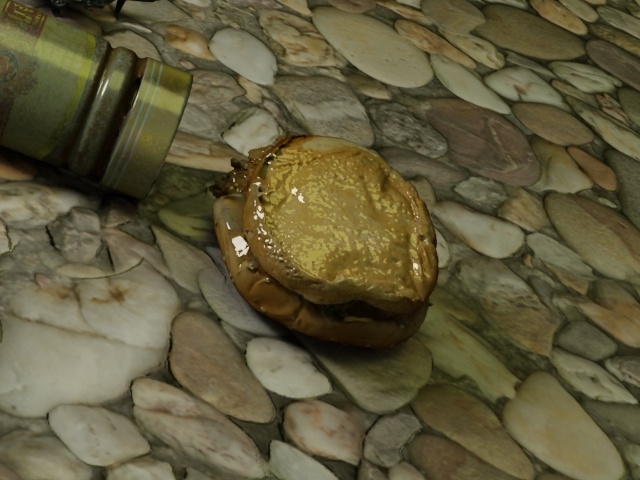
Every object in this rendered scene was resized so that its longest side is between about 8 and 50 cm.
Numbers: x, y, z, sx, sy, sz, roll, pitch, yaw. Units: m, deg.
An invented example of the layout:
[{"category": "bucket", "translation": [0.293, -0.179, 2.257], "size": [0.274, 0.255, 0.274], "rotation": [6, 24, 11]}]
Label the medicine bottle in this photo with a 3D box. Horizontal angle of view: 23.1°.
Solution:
[{"category": "medicine bottle", "translation": [-0.314, -0.171, 1.692], "size": [0.322, 0.151, 0.151], "rotation": [22, 30, -11]}]

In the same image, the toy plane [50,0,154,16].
[{"category": "toy plane", "translation": [-0.317, -0.329, 2.025], "size": [0.234, 0.082, 0.160], "rotation": [23, 16, -38]}]

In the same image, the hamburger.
[{"category": "hamburger", "translation": [0.000, 0.000, 1.699], "size": [0.286, 0.146, 0.243], "rotation": [39, 37, 6]}]
